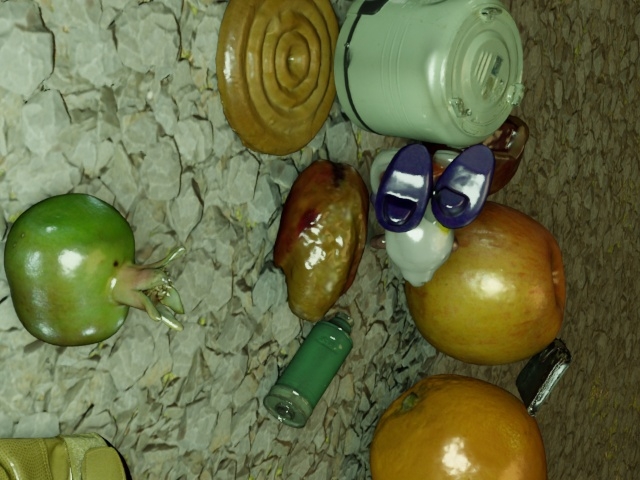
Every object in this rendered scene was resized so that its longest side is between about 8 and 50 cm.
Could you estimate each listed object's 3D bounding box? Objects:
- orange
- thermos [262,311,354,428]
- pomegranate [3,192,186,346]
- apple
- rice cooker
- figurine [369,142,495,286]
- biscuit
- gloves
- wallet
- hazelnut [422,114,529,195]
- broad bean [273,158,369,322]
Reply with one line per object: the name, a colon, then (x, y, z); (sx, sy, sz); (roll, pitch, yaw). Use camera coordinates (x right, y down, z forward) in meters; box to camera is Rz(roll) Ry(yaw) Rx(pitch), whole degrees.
orange: (0.235, 0.380, 1.564); (0.312, 0.312, 0.312); (-20, 115, -52)
thermos: (-0.005, 0.190, 1.365); (0.187, 0.073, 0.083); (-54, 137, -33)
pomegranate: (-0.221, 0.033, 0.910); (0.131, 0.191, 0.152); (-51, 141, -60)
apple: (0.299, 0.072, 1.604); (0.299, 0.275, 0.299); (-8, 99, -55)
rice cooker: (0.147, -0.245, 1.275); (0.226, 0.244, 0.226); (-13, 108, -45)
figurine: (0.147, -0.035, 1.297); (0.421, 0.154, 0.193); (-51, 142, -85)
biscuit: (-0.046, -0.241, 1.221); (0.262, 0.037, 0.262); (-21, 116, -52)
gloves: (-0.328, 0.276, 0.863); (0.331, 0.141, 0.154); (-8, 120, -56)
wallet: (0.379, 0.224, 1.552); (0.122, 0.031, 0.232); (-57, 173, 6)
hazelnut: (0.267, -0.164, 1.585); (0.160, 0.170, 0.201); (99, 15, -49)
broad bean: (-0.003, -0.001, 1.277); (0.122, 0.156, 0.228); (15, 94, -14)
